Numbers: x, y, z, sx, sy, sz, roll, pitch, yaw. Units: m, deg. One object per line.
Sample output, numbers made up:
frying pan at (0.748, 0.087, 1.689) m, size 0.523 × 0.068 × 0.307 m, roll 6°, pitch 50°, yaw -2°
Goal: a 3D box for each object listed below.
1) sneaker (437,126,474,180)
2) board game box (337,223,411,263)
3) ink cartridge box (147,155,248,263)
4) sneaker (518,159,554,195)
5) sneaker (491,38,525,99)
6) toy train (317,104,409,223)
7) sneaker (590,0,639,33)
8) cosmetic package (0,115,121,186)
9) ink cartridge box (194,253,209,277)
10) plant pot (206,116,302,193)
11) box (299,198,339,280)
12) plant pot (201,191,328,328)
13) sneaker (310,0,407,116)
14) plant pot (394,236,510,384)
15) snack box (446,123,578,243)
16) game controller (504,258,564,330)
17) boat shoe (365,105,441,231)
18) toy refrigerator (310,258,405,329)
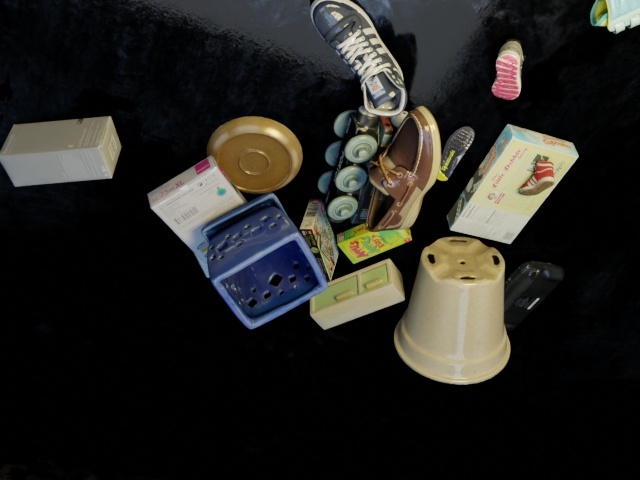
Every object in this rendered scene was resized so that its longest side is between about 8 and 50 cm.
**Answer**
sneaker at (0.324, -0.215, 1.618) m, size 0.053 × 0.059 × 0.144 m, roll 35°, pitch 114°, yaw 7°
board game box at (0.147, -0.008, 1.824) m, size 0.181 × 0.043 × 0.092 m, roll -23°, pitch 132°, yaw 20°
ink cartridge box at (-0.270, -0.056, 1.678) m, size 0.186 × 0.065 × 0.311 m, roll -30°, pitch 136°, yaw 4°
sneaker at (0.524, -0.153, 1.612) m, size 0.042 × 0.067 × 0.118 m, roll 12°, pitch 163°, yaw -18°
sneaker at (0.413, -0.374, 1.449) m, size 0.063 × 0.074 × 0.170 m, roll 15°, pitch 161°, yaw 19°
toy train at (0.113, -0.176, 1.598) m, size 0.190 × 0.142 × 0.334 m, roll -1°, pitch 134°, yaw -20°
sneaker at (0.670, -0.457, 1.331) m, size 0.208 × 0.127 × 0.319 m, roll -37°, pitch 116°, yaw 28°
cosmetic package at (-0.598, -0.207, 1.542) m, size 0.238 × 0.127 × 0.107 m, roll -4°, pitch 136°, yaw 0°
ink cartridge box at (-0.237, -0.011, 1.820) m, size 0.232 × 0.066 × 0.189 m, roll -24°, pitch 135°, yaw -7°
plant pot at (-0.162, -0.197, 1.631) m, size 0.236 × 0.032 × 0.236 m, roll -1°, pitch 136°, yaw -1°
box at (0.000, 0.000, 1.775) m, size 0.036 × 0.114 × 0.207 m, roll 1°, pitch 138°, yaw 20°
plant pot at (-0.147, 0.038, 1.633) m, size 0.236 × 0.212 × 0.236 m, roll -28°, pitch 139°, yaw 0°
sneaker at (0.087, -0.372, 1.374) m, size 0.099 × 0.153 × 0.282 m, roll -31°, pitch 128°, yaw 26°
plant pot at (0.378, 0.172, 1.849) m, size 0.334 × 0.334 × 0.305 m, roll -1°, pitch 125°, yaw 0°
snack box at (0.479, -0.134, 1.694) m, size 0.187 × 0.060 × 0.322 m, roll 13°, pitch 133°, yaw -16°
game controller at (0.597, 0.172, 2.021) m, size 0.166 × 0.067 × 0.319 m, roll 4°, pitch 138°, yaw -27°
boat shoe at (0.168, -0.142, 1.479) m, size 0.123 × 0.123 × 0.342 m, roll -15°, pitch 146°, yaw -22°
toy refrigerator at (0.103, 0.157, 1.949) m, size 0.270 × 0.102 × 0.094 m, roll -22°, pitch 132°, yaw 20°
